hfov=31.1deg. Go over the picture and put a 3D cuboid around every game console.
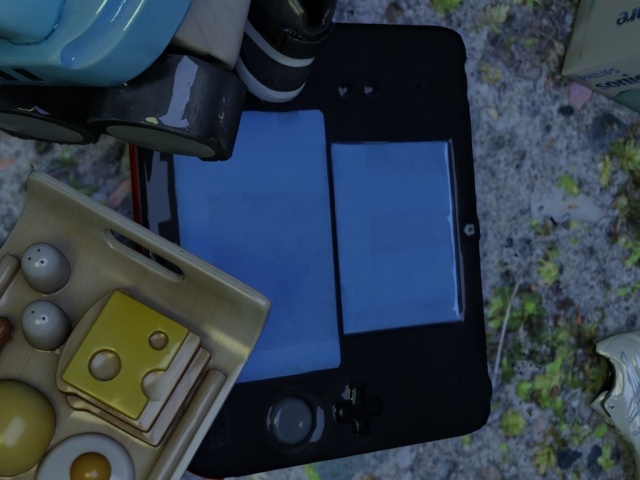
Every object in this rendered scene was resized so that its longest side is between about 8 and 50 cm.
[{"bbox_3d":[0.000,0.000,1.020,0.342,0.060,0.386,-4,91,-25],"label":"game console"}]

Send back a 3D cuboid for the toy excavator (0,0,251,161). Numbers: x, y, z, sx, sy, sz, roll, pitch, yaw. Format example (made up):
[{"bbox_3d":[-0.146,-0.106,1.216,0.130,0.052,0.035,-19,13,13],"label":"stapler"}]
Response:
[{"bbox_3d":[-0.303,-0.229,0.772,0.445,0.433,0.222,22,79,-52],"label":"toy excavator"}]

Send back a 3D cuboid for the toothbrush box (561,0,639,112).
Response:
[{"bbox_3d":[0.427,-0.181,1.139,0.296,0.216,0.126,20,80,-22],"label":"toothbrush box"}]

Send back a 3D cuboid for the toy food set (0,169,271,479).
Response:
[{"bbox_3d":[-0.202,0.123,0.849,0.220,0.092,0.306,28,73,5],"label":"toy food set"}]

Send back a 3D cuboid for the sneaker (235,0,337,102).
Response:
[{"bbox_3d":[-0.046,-0.232,0.931,0.079,0.121,0.216,-14,69,-34],"label":"sneaker"}]

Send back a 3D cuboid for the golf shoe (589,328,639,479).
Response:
[{"bbox_3d":[0.314,0.179,1.171,0.086,0.069,0.176,-4,87,-5],"label":"golf shoe"}]
